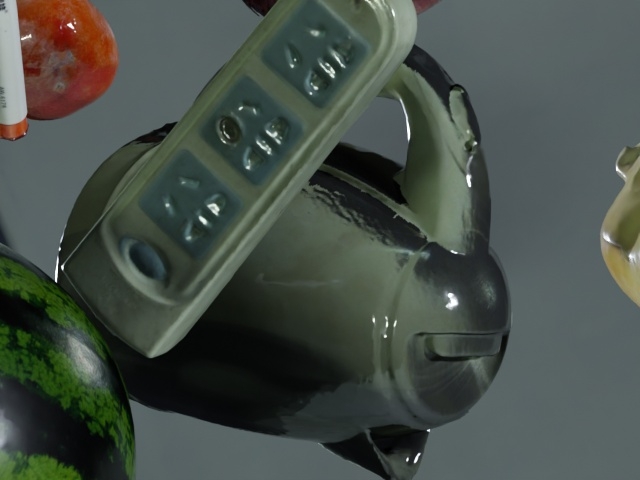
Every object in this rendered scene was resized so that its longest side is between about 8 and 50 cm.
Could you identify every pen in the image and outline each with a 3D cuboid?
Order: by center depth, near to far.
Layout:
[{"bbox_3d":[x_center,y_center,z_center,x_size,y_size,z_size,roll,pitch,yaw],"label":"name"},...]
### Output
[{"bbox_3d":[-0.205,-0.147,1.053,0.026,0.218,0.026,2,49,-3],"label":"pen"}]

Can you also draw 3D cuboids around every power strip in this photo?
[{"bbox_3d":[-0.043,-0.048,0.934,0.286,0.080,0.048,-48,-4,23],"label":"power strip"}]

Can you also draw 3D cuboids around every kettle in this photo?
[{"bbox_3d":[0.000,0.000,1.218,0.324,0.321,0.228,11,5,41],"label":"kettle"}]

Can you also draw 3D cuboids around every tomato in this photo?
[{"bbox_3d":[-0.285,-0.189,1.751,0.155,0.155,0.069,-25,34,-12],"label":"tomato"}]

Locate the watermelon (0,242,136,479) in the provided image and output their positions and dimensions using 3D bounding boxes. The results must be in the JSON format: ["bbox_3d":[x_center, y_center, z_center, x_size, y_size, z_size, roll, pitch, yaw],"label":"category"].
[{"bbox_3d":[-0.223,0.114,0.785,0.269,0.269,0.269,-21,13,5],"label":"watermelon"}]

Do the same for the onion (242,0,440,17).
[{"bbox_3d":[0.027,-0.283,1.415,0.252,0.252,0.219,-18,-19,17],"label":"onion"}]

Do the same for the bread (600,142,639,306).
[{"bbox_3d":[0.429,-0.042,1.201,0.376,0.253,0.348,-50,19,-11],"label":"bread"}]
